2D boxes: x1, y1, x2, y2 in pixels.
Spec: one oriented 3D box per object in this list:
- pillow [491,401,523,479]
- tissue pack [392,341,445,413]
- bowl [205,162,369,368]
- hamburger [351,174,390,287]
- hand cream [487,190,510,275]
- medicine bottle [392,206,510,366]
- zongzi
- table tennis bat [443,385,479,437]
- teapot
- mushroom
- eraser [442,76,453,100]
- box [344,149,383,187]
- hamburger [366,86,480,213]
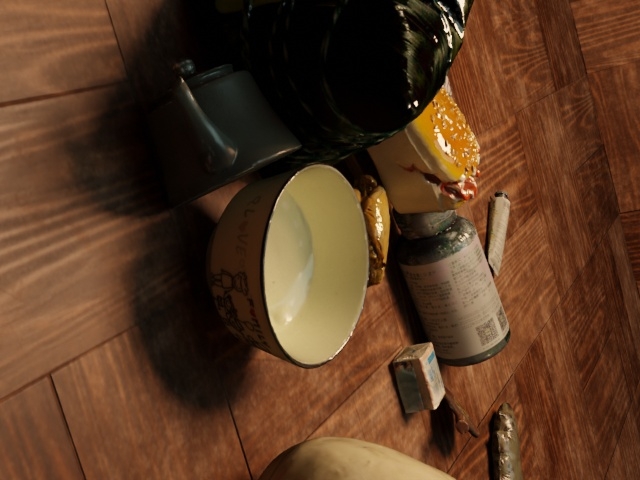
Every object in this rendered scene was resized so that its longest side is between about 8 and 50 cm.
[{"bbox_3d":[0.354,0.429,1.828,0.093,0.051,0.241,22,63,-57],"label":"pillow"},{"bbox_3d":[0.159,0.219,1.538,0.074,0.059,0.094,-35,111,-62],"label":"tissue pack"},{"bbox_3d":[-0.048,0.027,1.131,0.238,0.126,0.237,-6,97,-57],"label":"bowl"},{"bbox_3d":[0.060,-0.011,1.388,0.138,0.083,0.147,88,5,-56],"label":"hamburger"},{"bbox_3d":[0.379,-0.020,2.059,0.067,0.042,0.194,56,40,-49],"label":"hand cream"},{"bbox_3d":[0.214,0.058,1.612,0.293,0.141,0.141,68,30,-20],"label":"medicine bottle"},{"bbox_3d":[0.023,-0.191,1.103,0.319,0.384,0.362,59,26,-24],"label":"zongzi"},{"bbox_3d":[0.197,0.326,1.625,0.107,0.119,0.170,51,6,2],"label":"table tennis bat"},{"bbox_3d":[-0.126,-0.135,1.076,0.149,0.162,0.239,63,5,-5],"label":"teapot"},{"bbox_3d":[0.040,0.397,1.070,0.314,0.315,0.336,28,77,-56],"label":"mushroom"},{"bbox_3d":[0.175,-0.247,1.733,0.210,0.068,0.124,-15,96,-61],"label":"eraser"},{"bbox_3d":[0.063,-0.141,1.535,0.155,0.023,0.087,60,36,-31],"label":"box"},{"bbox_3d":[0.156,-0.165,1.488,0.227,0.151,0.295,59,21,-22],"label":"hamburger"}]
